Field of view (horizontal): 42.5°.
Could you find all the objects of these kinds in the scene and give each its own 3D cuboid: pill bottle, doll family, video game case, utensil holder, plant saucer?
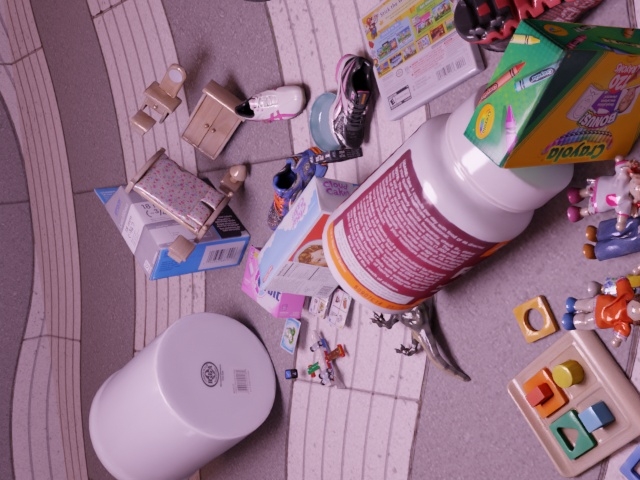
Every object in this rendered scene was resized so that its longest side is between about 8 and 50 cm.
[{"bbox_3d":[0.192,-0.058,1.300,0.392,0.224,0.224,-43,64,47],"label":"pill bottle"},{"bbox_3d":[0.437,0.019,1.126,0.163,0.118,0.262,-15,68,57],"label":"doll family"},{"bbox_3d":[0.169,-0.344,1.429,0.227,0.026,0.206,-25,78,51],"label":"video game case"},{"bbox_3d":[-0.331,0.382,1.954,0.385,0.328,0.327,-42,65,45],"label":"utensil holder"},{"bbox_3d":[0.022,-0.234,1.634,0.119,0.021,0.119,12,106,50],"label":"plant saucer"}]

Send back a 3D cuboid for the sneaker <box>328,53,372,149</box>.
[{"bbox_3d":[0.062,-0.258,1.529,0.077,0.072,0.178,-159,65,-64],"label":"sneaker"}]

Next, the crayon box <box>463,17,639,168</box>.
[{"bbox_3d":[0.331,-0.187,1.058,0.081,0.279,0.165,50,132,34],"label":"crayon box"}]

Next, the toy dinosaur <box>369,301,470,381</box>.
[{"bbox_3d":[0.166,0.154,1.507,0.118,0.064,0.268,-36,72,41],"label":"toy dinosaur"}]

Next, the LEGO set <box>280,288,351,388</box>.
[{"bbox_3d":[-0.005,0.202,1.750,0.182,0.060,0.244,26,106,47],"label":"LEGO set"}]

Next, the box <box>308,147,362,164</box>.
[{"bbox_3d":[0.029,-0.162,1.590,0.067,0.083,0.018,-9,91,52],"label":"box"}]

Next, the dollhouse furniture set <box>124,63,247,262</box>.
[{"bbox_3d":[-0.311,-0.185,1.781,0.303,0.355,0.174,36,136,-7],"label":"dollhouse furniture set"}]

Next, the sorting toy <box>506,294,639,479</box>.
[{"bbox_3d":[0.384,0.251,1.265,0.347,0.047,0.196,60,137,24],"label":"sorting toy"}]

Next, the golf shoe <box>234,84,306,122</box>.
[{"bbox_3d":[-0.104,-0.283,1.731,0.186,0.086,0.067,-10,88,50],"label":"golf shoe"}]

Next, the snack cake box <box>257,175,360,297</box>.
[{"bbox_3d":[0.000,0.000,1.589,0.264,0.152,0.089,-52,38,43],"label":"snack cake box"}]

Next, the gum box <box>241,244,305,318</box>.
[{"bbox_3d":[-0.102,0.086,1.790,0.188,0.062,0.107,30,111,55],"label":"gum box"}]

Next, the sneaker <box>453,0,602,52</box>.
[{"bbox_3d":[0.335,-0.346,1.171,0.276,0.135,0.097,-21,67,28],"label":"sneaker"}]

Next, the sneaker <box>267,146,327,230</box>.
[{"bbox_3d":[-0.070,-0.107,1.720,0.083,0.087,0.221,53,133,31],"label":"sneaker"}]

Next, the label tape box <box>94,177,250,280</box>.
[{"bbox_3d":[-0.360,-0.068,1.961,0.333,0.241,0.105,51,133,32],"label":"label tape box"}]
